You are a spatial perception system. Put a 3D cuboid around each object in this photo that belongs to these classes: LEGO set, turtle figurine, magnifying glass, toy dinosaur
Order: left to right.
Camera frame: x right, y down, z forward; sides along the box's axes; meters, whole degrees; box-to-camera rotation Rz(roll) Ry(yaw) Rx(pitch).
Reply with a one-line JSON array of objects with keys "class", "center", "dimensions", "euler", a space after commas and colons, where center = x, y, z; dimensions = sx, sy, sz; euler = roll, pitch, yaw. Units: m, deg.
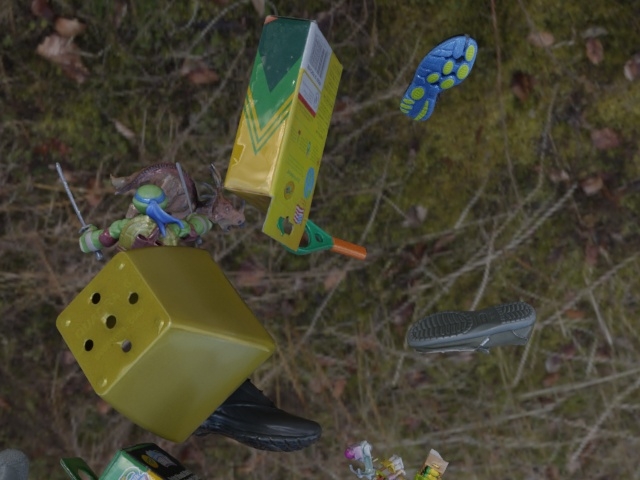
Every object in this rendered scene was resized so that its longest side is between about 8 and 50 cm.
[{"class": "turtle figurine", "center": [-0.288, 0.013, 1.553], "dimensions": [0.198, 0.275, 0.266], "euler": [-13, 117, -40]}, {"class": "toy dinosaur", "center": [-0.296, -0.103, 1.905], "dimensions": [0.200, 0.127, 0.296], "euler": [-23, 154, 18]}, {"class": "magnifying glass", "center": [0.000, 0.000, 1.860], "dimensions": [0.231, 0.092, 0.026], "euler": [16, 141, -36]}, {"class": "LEGO set", "center": [0.127, 0.444, 1.670], "dimensions": [0.107, 0.132, 0.287], "euler": [-24, -175, -26]}]

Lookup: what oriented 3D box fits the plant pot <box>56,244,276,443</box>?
[{"class": "plant pot", "center": [-0.231, 0.130, 1.292], "dimensions": [0.212, 0.212, 0.187], "euler": [-45, 151, 9]}]

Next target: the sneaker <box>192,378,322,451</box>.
[{"class": "sneaker", "center": [-0.134, 0.270, 1.541], "dimensions": [0.287, 0.130, 0.109], "euler": [12, 158, 6]}]

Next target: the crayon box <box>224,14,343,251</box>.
[{"class": "crayon box", "center": [-0.056, -0.155, 1.429], "dimensions": [0.081, 0.318, 0.202], "euler": [11, 172, 15]}]

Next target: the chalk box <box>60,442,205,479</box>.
[{"class": "chalk box", "center": [-0.234, 0.391, 1.251], "dimensions": [0.289, 0.179, 0.180], "euler": [32, 173, 9]}]

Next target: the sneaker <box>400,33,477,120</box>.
[{"class": "sneaker", "center": [0.171, -0.250, 1.376], "dimensions": [0.067, 0.078, 0.188], "euler": [25, 152, -7]}]

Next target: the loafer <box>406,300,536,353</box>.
[{"class": "loafer", "center": [0.293, 0.187, 1.804], "dimensions": [0.251, 0.094, 0.087], "euler": [-9, 120, 11]}]

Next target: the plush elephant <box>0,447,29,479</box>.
[{"class": "plush elephant", "center": [-0.535, 0.509, 1.449], "dimensions": [0.330, 0.272, 0.255], "euler": [59, 149, -5]}]
